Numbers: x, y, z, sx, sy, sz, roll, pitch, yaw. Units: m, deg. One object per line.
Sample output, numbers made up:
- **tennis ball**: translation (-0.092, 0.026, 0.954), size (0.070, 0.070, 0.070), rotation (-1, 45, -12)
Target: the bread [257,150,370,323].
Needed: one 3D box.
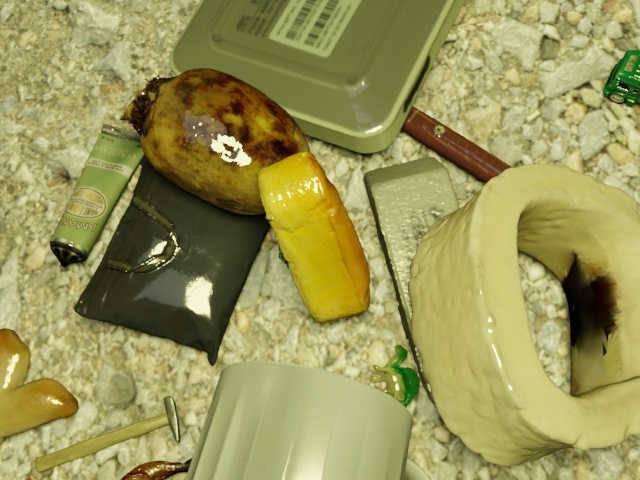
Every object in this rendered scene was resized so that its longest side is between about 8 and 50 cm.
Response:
- **bread**: translation (0.000, 0.000, 0.875), size (0.094, 0.245, 0.102), rotation (-20, 35, 4)

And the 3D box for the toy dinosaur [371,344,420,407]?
- **toy dinosaur**: translation (0.106, 0.197, 0.903), size (0.060, 0.029, 0.119), rotation (-15, 73, -17)

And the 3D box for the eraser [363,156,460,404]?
- **eraser**: translation (0.148, 0.040, 0.921), size (0.111, 0.077, 0.352), rotation (-14, 71, 1)

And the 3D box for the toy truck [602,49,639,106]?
- **toy truck**: translation (0.482, -0.214, 0.973), size (0.147, 0.079, 0.065), rotation (25, 76, 15)

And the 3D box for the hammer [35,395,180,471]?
- **hammer**: translation (-0.282, 0.269, 0.920), size (0.199, 0.013, 0.062), rotation (-20, 71, -1)

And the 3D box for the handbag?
- **handbag**: translation (-0.195, 0.018, 0.957), size (0.211, 0.088, 0.254), rotation (20, 72, 1)

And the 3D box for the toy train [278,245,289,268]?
- **toy train**: translation (-0.027, -0.009, 0.974), size (0.064, 0.044, 0.103), rotation (1, 72, -5)

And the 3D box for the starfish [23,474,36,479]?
- **starfish**: translation (-0.524, 0.295, 0.855), size (0.293, 0.084, 0.301), rotation (43, 110, 13)

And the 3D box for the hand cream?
- **hand cream**: translation (-0.331, -0.070, 1.020), size (0.086, 0.055, 0.235), rotation (16, 67, 7)

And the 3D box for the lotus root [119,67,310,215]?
- **lotus root**: translation (-0.119, -0.129, 0.924), size (0.314, 0.141, 0.169), rotation (30, 63, -1)

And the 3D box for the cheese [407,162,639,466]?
- **cheese**: translation (0.264, 0.087, 0.795), size (0.292, 0.153, 0.332), rotation (15, 63, -18)

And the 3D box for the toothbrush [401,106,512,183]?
- **toothbrush**: translation (0.147, -0.167, 1.008), size (0.364, 0.041, 0.041), rotation (37, 79, 20)

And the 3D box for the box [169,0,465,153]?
- **box**: translation (0.001, -0.339, 1.036), size (0.373, 0.090, 0.367), rotation (21, 74, 19)

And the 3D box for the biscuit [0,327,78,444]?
- **biscuit**: translation (-0.450, 0.242, 0.928), size (0.164, 0.047, 0.208), rotation (41, 80, 14)

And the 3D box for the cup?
- **cup**: translation (-0.010, 0.340, 0.749), size (0.323, 0.237, 0.326), rotation (28, 58, -24)

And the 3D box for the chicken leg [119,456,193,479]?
- **chicken leg**: translation (-0.226, 0.318, 0.888), size (0.145, 0.037, 0.062), rotation (-42, 95, -8)
